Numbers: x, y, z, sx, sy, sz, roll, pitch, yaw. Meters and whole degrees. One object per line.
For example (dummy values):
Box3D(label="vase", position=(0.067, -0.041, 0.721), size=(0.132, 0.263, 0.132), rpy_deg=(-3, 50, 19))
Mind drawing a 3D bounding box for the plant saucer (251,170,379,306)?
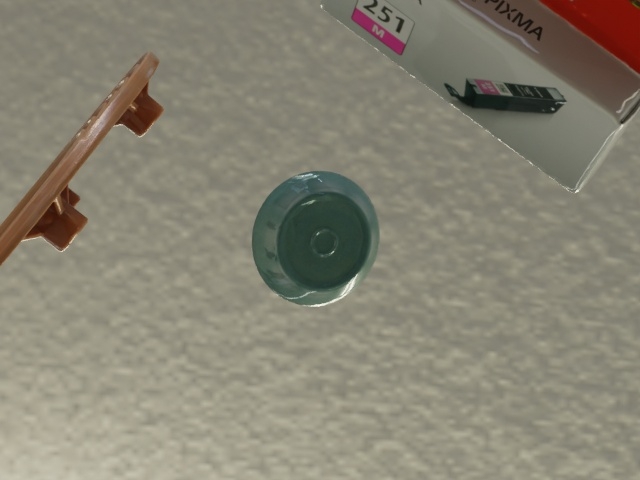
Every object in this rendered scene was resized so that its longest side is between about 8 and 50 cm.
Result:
Box3D(label="plant saucer", position=(0.000, 0.000, 1.693), size=(0.021, 0.119, 0.119), rpy_deg=(-157, -101, -68))

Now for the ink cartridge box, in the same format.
Box3D(label="ink cartridge box", position=(0.141, -0.185, 1.549), size=(0.275, 0.060, 0.239), rpy_deg=(37, -25, 8))

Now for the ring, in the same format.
Box3D(label="ring", position=(-0.188, 0.035, 1.057), size=(0.032, 0.336, 0.336), rpy_deg=(40, -59, -8))
